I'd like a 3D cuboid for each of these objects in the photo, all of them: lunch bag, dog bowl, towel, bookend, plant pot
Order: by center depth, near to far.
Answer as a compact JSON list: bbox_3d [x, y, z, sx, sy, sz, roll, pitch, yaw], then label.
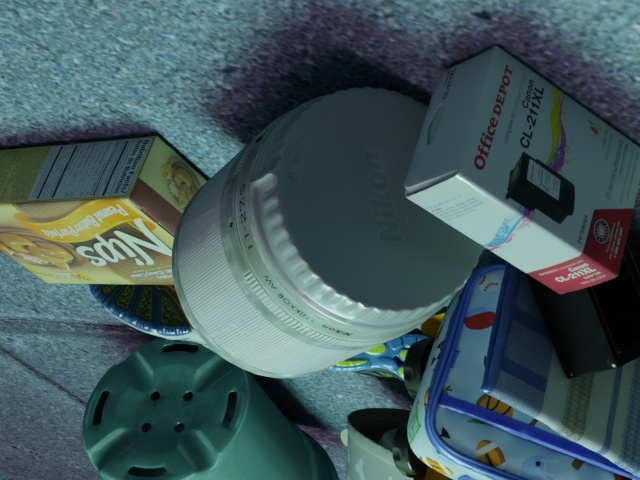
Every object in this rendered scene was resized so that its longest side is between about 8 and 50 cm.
[{"bbox_3d":[0.274,0.025,1.217,0.157,0.156,0.072,-19,177,-32],"label":"bookend"},{"bbox_3d":[0.282,0.117,1.266,0.285,0.209,0.034,28,145,-18],"label":"towel"},{"bbox_3d":[0.253,0.176,1.369,0.303,0.243,0.115,22,157,-3],"label":"lunch bag"},{"bbox_3d":[0.192,0.322,1.737,0.349,0.102,0.349,15,-176,-1],"label":"dog bowl"},{"bbox_3d":[-0.173,0.331,1.972,0.341,0.341,0.334,8,145,24],"label":"plant pot"}]

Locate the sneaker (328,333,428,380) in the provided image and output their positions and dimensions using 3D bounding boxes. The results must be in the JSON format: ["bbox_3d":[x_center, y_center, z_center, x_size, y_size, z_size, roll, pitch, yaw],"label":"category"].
[{"bbox_3d":[0.090,0.143,1.664,0.188,0.067,0.078,7,-175,10],"label":"sneaker"}]

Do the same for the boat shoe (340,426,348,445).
[{"bbox_3d":[0.098,0.296,2.000,0.137,0.049,0.043,0,-168,32],"label":"boat shoe"}]

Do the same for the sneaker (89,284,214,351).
[{"bbox_3d":[-0.150,0.099,1.677,0.297,0.111,0.131,17,157,6],"label":"sneaker"}]

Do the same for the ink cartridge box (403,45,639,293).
[{"bbox_3d":[0.168,-0.055,1.078,0.175,0.127,0.072,30,153,-24],"label":"ink cartridge box"}]

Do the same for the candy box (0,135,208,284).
[{"bbox_3d":[-0.254,-0.027,1.511,0.316,0.087,0.183,-2,149,38],"label":"candy box"}]

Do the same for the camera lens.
[{"bbox_3d":[0.000,0.000,1.212,0.219,0.219,0.274,26,155,-16],"label":"camera lens"}]

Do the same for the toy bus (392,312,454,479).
[{"bbox_3d":[0.199,0.216,1.544,0.149,0.220,0.211,-4,154,34],"label":"toy bus"}]
